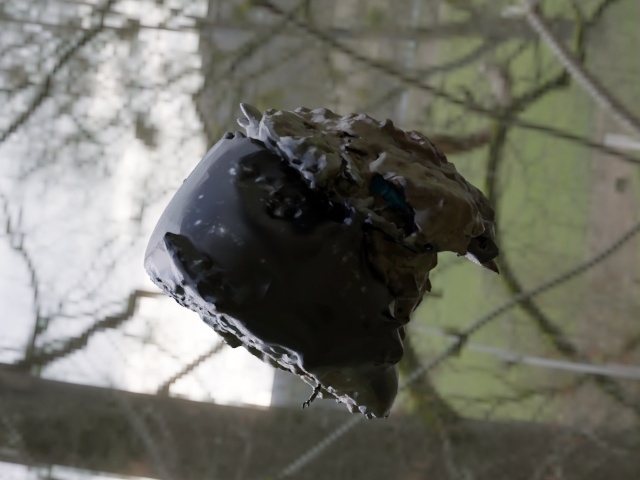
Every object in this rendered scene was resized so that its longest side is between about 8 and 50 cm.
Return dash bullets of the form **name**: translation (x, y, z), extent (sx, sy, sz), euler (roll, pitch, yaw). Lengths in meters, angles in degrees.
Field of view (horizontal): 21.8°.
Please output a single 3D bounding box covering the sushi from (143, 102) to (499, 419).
- **sushi**: translation (0.003, -0.005, 1.201), extent (0.219, 0.238, 0.225), euler (-49, -7, -9)
